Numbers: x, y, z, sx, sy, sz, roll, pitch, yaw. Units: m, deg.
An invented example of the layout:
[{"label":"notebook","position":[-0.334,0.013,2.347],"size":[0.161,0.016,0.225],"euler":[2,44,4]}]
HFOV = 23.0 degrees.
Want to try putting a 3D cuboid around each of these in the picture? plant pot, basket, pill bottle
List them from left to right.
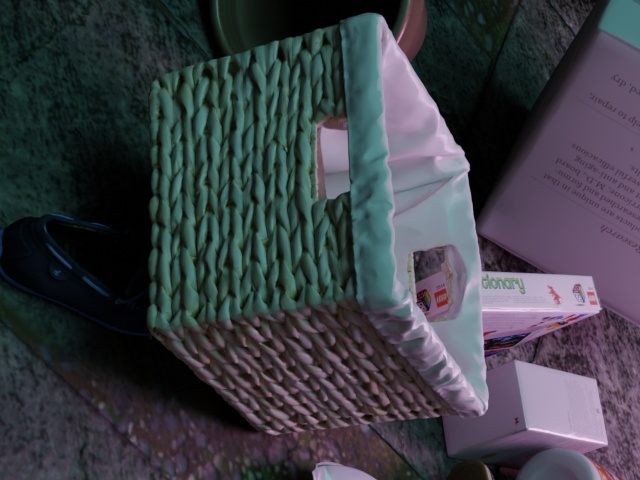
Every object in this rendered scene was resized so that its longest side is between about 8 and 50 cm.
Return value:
[{"label":"basket","position":[0.000,0.000,1.625],"size":[0.331,0.266,0.328],"euler":[52,31,-57]},{"label":"plant pot","position":[0.027,-0.285,1.952],"size":[0.229,0.263,0.263],"euler":[9,61,-67]},{"label":"pill bottle","position":[0.340,0.345,1.997],"size":[0.216,0.121,0.121],"euler":[33,46,-50]}]

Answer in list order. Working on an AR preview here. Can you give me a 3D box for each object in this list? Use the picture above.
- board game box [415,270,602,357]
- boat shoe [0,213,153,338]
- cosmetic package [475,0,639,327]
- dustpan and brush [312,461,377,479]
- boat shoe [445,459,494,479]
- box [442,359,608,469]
[{"label":"board game box","position":[0.178,0.094,1.915],"size":[0.305,0.193,0.053],"euler":[3,67,-48]},{"label":"boat shoe","position":[-0.204,0.039,1.595],"size":[0.258,0.089,0.109],"euler":[13,60,-45]},{"label":"cosmetic package","position":[0.466,-0.152,2.146],"size":[0.327,0.393,0.329],"euler":[29,45,1]},{"label":"dustpan and brush","position":[0.058,0.317,1.770],"size":[0.211,0.060,0.147],"euler":[0,80,-42]},{"label":"boat shoe","position":[0.186,0.374,1.861],"size":[0.073,0.080,0.223],"euler":[29,53,-44]},{"label":"box","position":[0.255,0.222,1.978],"size":[0.170,0.130,0.091],"euler":[17,58,-43]}]
